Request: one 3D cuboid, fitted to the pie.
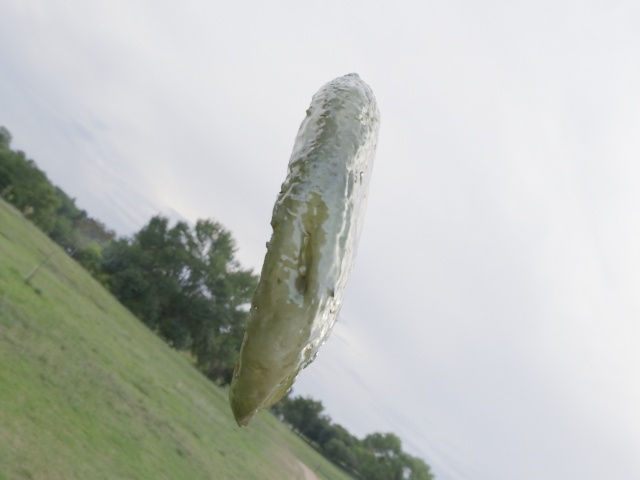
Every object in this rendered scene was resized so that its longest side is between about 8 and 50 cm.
[{"bbox_3d":[0.000,0.000,0.544,0.075,0.337,0.337,17,-19,5],"label":"pie"}]
